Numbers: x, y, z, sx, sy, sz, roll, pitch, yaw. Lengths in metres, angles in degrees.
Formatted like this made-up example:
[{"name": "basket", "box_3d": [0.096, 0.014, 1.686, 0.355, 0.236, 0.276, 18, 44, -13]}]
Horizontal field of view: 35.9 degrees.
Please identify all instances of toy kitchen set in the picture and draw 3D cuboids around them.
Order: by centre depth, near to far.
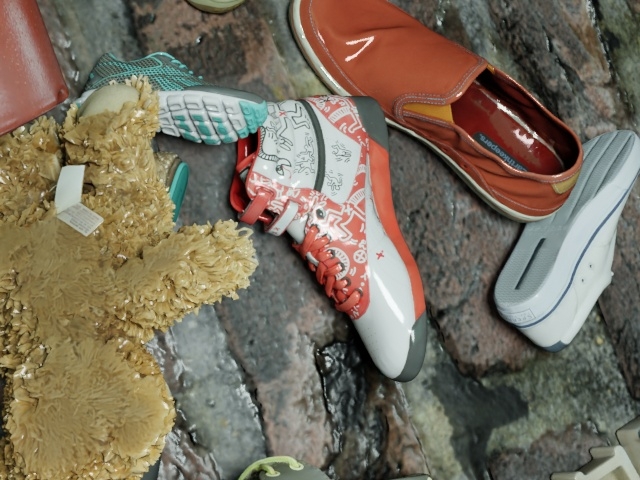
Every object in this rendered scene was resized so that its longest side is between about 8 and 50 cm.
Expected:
[{"name": "toy kitchen set", "box_3d": [0.316, 0.252, 0.913, 0.207, 0.166, 0.122, -24, 88, -27]}]

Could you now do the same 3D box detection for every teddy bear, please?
[{"name": "teddy bear", "box_3d": [-0.171, 0.030, 0.730, 0.245, 0.113, 0.338, -31, 60, -3]}]

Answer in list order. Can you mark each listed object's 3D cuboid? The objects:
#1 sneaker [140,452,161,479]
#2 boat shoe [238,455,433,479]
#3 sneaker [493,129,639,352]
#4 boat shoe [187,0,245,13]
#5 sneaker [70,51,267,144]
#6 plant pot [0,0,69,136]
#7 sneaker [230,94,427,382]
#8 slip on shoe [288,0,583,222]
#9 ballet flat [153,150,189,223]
[{"name": "sneaker", "box_3d": [-0.227, 0.193, 0.737, 0.222, 0.083, 0.118, 17, 66, -30]}, {"name": "boat shoe", "box_3d": [-0.021, 0.223, 0.790, 0.305, 0.109, 0.091, 14, 61, -35]}, {"name": "sneaker", "box_3d": [0.261, -0.001, 1.005, 0.258, 0.094, 0.091, -53, 122, -22]}, {"name": "boat shoe", "box_3d": [-0.136, -0.349, 0.894, 0.104, 0.089, 0.285, -35, 93, -27]}, {"name": "sneaker", "box_3d": [-0.126, -0.129, 0.840, 0.166, 0.065, 0.076, 5, 61, 4]}, {"name": "plant pot", "box_3d": [-0.317, -0.180, 0.669, 0.272, 0.272, 0.265, -31, 110, -27]}, {"name": "sneaker", "box_3d": [-0.001, 0.000, 0.875, 0.145, 0.090, 0.270, -4, 76, -24]}, {"name": "slip on shoe", "box_3d": [0.115, -0.148, 0.943, 0.331, 0.101, 0.123, 39, 65, 1]}, {"name": "ballet flat", "box_3d": [-0.166, 0.020, 0.817, 0.067, 0.073, 0.206, 11, 68, 6]}]
